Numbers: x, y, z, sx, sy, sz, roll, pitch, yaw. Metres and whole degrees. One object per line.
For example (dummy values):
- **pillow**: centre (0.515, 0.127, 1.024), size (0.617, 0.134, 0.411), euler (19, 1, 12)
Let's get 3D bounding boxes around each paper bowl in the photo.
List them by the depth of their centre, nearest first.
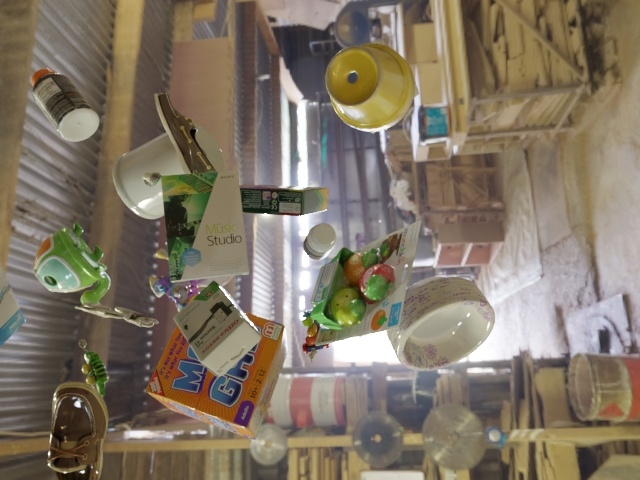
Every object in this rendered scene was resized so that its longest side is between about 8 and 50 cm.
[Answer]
- **paper bowl**: centre (0.313, 0.211, 1.383), size (0.148, 0.284, 0.284), euler (-111, 9, -46)

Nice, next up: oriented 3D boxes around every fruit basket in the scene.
- **fruit basket**: centre (0.121, 0.120, 1.420), size (0.353, 0.165, 0.327), euler (-33, 32, 54)

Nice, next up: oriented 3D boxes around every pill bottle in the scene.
- **pill bottle**: centre (-0.816, -0.437, 1.609), size (0.246, 0.130, 0.130), euler (48, 172, 20)
- **pill bottle**: centre (0.000, 0.000, 1.848), size (0.180, 0.107, 0.108), euler (123, 147, -72)

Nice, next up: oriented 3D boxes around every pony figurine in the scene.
- **pony figurine**: centre (-0.534, 0.130, 2.055), size (0.302, 0.363, 0.351), euler (29, -86, -46)

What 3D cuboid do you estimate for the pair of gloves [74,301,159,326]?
- **pair of gloves**: centre (-0.703, 0.261, 1.777), size (0.240, 0.204, 0.042), euler (26, -103, -54)

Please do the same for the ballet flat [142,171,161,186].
- **ballet flat**: centre (-0.460, -0.167, 1.378), size (0.114, 0.041, 0.041), euler (-179, 85, -65)

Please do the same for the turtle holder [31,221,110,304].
- **turtle holder**: centre (-1.008, 0.106, 2.078), size (0.243, 0.227, 0.320), euler (47, 167, 33)

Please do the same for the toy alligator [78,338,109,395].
- **toy alligator**: centre (-0.656, 0.357, 1.482), size (0.056, 0.051, 0.190), euler (5, -132, -56)

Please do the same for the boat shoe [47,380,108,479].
- **boat shoe**: centre (-0.580, 0.496, 1.209), size (0.123, 0.123, 0.342), euler (-114, 32, -63)

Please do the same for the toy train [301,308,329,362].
- **toy train**: centre (-0.034, 0.360, 1.969), size (0.248, 0.105, 0.144), euler (-48, -59, -81)

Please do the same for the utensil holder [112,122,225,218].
- **utensil holder**: centre (-0.669, -0.315, 2.290), size (0.327, 0.385, 0.328), euler (46, -148, -41)

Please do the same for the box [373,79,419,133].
- **box**: centre (0.278, -0.589, 2.166), size (0.113, 0.275, 0.094), euler (41, 170, 43)

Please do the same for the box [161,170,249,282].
- **box**: centre (-0.347, -0.045, 1.535), size (0.058, 0.232, 0.322), euler (139, 123, -74)

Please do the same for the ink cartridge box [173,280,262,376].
- **ink cartridge box**: centre (-0.268, 0.224, 1.319), size (0.208, 0.153, 0.087), euler (37, 167, 46)

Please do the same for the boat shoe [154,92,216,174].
- **boat shoe**: centre (-0.451, -0.348, 1.695), size (0.116, 0.096, 0.325), euler (116, 130, -87)

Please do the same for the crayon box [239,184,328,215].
- **crayon box**: centre (-0.185, -0.164, 2.020), size (0.313, 0.362, 0.106), euler (-19, -67, -71)

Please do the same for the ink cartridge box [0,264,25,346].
- **ink cartridge box**: centre (-1.077, 0.194, 1.535), size (0.197, 0.198, 0.270), euler (-69, -16, -53)

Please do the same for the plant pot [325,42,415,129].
- **plant pot**: centre (0.128, -0.455, 1.482), size (0.239, 0.253, 0.254), euler (-15, -78, -68)

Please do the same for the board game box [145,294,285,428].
- **board game box**: centre (-0.346, 0.466, 1.842), size (0.356, 0.355, 0.357), euler (95, -166, -63)
